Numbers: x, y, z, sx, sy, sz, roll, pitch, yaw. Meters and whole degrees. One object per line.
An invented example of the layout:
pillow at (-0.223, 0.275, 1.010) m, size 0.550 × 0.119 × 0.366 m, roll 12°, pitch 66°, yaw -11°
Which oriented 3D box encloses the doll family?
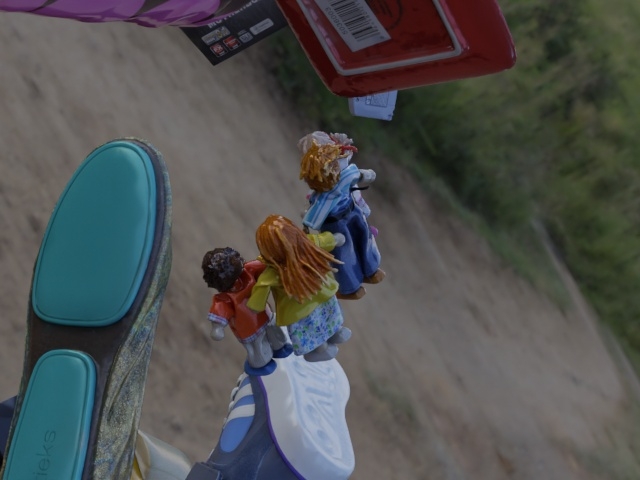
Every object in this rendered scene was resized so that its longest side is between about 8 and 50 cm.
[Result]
doll family at (0.000, 0.000, 1.290) m, size 0.263 × 0.118 × 0.163 m, roll -53°, pitch 136°, yaw -35°

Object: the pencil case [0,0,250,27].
pencil case at (-0.097, -0.128, 0.485) m, size 0.098 × 0.095 × 0.209 m, roll 42°, pitch 17°, yaw 19°

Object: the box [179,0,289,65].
box at (-0.070, -0.284, 1.304) m, size 0.183 × 0.231 × 0.056 m, roll 48°, pitch 41°, yaw -24°

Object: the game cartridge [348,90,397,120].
game cartridge at (0.058, -0.174, 1.526) m, size 0.056 × 0.083 × 0.017 m, roll 6°, pitch 8°, yaw -29°

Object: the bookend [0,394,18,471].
bookend at (-0.355, 0.231, 1.450) m, size 0.156 × 0.157 × 0.072 m, roll -25°, pitch 78°, yaw -42°

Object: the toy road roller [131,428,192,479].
toy road roller at (-0.270, 0.429, 1.832) m, size 0.202 × 0.241 × 0.329 m, roll 44°, pitch 23°, yaw -58°

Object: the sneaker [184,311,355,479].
sneaker at (-0.085, 0.230, 1.505) m, size 0.130 × 0.236 × 0.323 m, roll 40°, pitch 14°, yaw -20°

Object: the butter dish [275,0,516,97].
butter dish at (0.053, -0.195, 0.972) m, size 0.160 × 0.160 × 0.118 m, roll 57°, pitch 42°, yaw -33°

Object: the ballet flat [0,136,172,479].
ballet flat at (-0.188, 0.089, 1.188) m, size 0.123 × 0.123 × 0.348 m, roll 38°, pitch 59°, yaw -63°
